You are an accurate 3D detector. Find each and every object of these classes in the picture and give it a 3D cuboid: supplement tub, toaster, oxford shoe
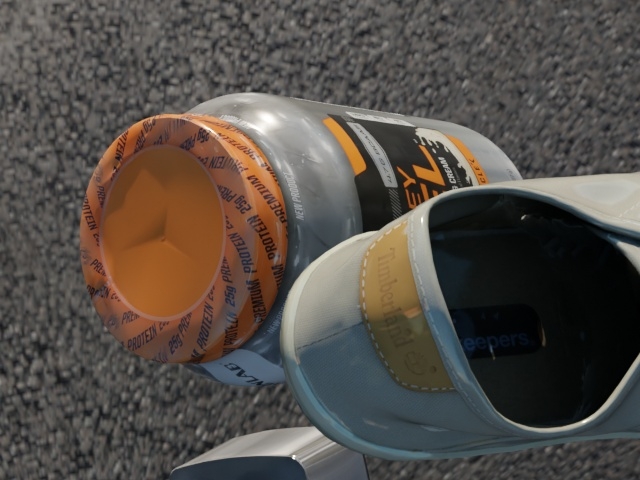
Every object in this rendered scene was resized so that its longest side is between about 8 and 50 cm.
[{"bbox_3d":[0.000,0.000,0.869,0.316,0.193,0.193,-1,59,-52],"label":"supplement tub"},{"bbox_3d":[-0.035,0.258,1.156,0.110,0.168,0.185,-13,91,-58],"label":"toaster"},{"bbox_3d":[0.198,0.026,0.677,0.449,0.130,0.169,-7,73,-27],"label":"oxford shoe"}]
